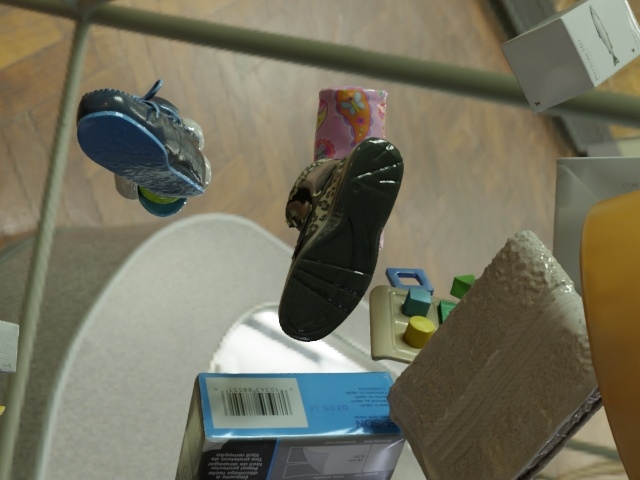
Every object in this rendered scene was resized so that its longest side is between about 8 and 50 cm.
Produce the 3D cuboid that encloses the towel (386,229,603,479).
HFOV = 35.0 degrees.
[{"bbox_3d":[0.174,0.146,1.021,0.049,0.282,0.187,4,41,-36],"label":"towel"}]

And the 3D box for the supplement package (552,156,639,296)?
[{"bbox_3d":[0.482,-0.011,1.455,0.145,0.261,0.204,8,85,-58],"label":"supplement package"}]

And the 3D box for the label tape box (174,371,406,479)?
[{"bbox_3d":[-0.054,0.311,1.246,0.106,0.240,0.334,-108,-154,-48],"label":"label tape box"}]

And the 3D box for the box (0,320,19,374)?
[{"bbox_3d":[-0.585,0.182,1.721,0.102,0.101,0.087,25,59,-52],"label":"box"}]

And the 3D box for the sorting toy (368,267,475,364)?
[{"bbox_3d":[0.169,0.121,1.430,0.348,0.195,0.047,-87,-172,-60],"label":"sorting toy"}]

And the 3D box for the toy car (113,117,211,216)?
[{"bbox_3d":[-0.274,-0.118,1.729,0.136,0.159,0.182,100,-21,-49],"label":"toy car"}]

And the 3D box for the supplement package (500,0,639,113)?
[{"bbox_3d":[0.347,-0.262,1.374,0.179,0.105,0.105,-35,101,-41],"label":"supplement package"}]

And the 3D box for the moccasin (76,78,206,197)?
[{"bbox_3d":[-0.264,-0.158,1.482,0.342,0.137,0.117,58,33,-73],"label":"moccasin"}]

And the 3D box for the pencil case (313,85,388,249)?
[{"bbox_3d":[0.050,-0.111,1.671,0.124,0.124,0.284,-3,94,-65],"label":"pencil case"}]

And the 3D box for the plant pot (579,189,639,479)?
[{"bbox_3d":[0.263,0.051,0.531,0.205,0.187,0.205,36,45,-46],"label":"plant pot"}]

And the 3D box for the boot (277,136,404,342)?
[{"bbox_3d":[0.002,0.000,1.157,0.085,0.178,0.237,27,82,-17],"label":"boot"}]

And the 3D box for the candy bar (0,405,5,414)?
[{"bbox_3d":[-0.387,0.189,1.001,0.040,0.161,0.018,-65,136,-66],"label":"candy bar"}]
